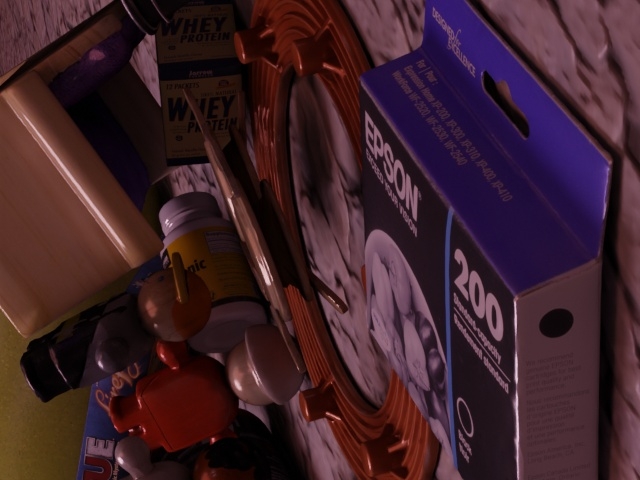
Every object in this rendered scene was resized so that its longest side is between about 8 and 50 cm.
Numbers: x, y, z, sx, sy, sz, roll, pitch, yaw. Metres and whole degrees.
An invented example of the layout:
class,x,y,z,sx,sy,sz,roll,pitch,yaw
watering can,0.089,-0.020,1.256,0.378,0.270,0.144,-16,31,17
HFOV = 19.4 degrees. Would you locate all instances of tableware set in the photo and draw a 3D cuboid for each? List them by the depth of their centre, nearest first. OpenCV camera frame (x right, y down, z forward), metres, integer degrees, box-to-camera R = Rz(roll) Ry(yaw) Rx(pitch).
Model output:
class,x,y,z,sx,sy,sz,roll,pitch,yaw
tableware set,-0.032,-0.019,1.122,0.194,0.039,0.128,-120,9,-65

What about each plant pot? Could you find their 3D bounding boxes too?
class,x,y,z,sx,sy,sz,roll,pitch,yaw
plant pot,-0.239,0.081,1.765,0.275,0.274,0.294,-142,57,-69

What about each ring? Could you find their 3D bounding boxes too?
class,x,y,z,sx,sy,sz,roll,pitch,yaw
ring,0.000,0.000,1.148,0.336,0.032,0.337,166,90,-77

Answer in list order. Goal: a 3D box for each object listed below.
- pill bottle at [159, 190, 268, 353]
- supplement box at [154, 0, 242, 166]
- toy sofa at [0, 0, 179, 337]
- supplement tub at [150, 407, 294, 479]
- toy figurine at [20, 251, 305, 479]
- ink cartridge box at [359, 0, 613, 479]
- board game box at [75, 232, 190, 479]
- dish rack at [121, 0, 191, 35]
class,x,y,z,sx,sy,sz,roll,pitch,yaw
pill bottle,-0.086,0.023,1.439,0.065,0.065,0.116,100,154,-57
supplement box,-0.084,-0.110,1.298,0.083,0.056,0.083,-101,7,-49
toy sofa,-0.168,-0.075,1.394,0.150,0.177,0.362,56,-173,-11
supplement tub,-0.058,0.220,1.425,0.198,0.106,0.106,-123,24,-53
toy figurine,-0.080,0.134,1.243,0.209,0.148,0.213,49,-160,-56
ink cartridge box,0.069,0.006,0.853,0.206,0.045,0.208,-121,24,-54
board game box,-0.142,0.107,1.502,0.243,0.042,0.165,-69,-9,-72
dish rack,-0.127,-0.273,1.101,0.272,0.074,0.208,62,-171,-18
